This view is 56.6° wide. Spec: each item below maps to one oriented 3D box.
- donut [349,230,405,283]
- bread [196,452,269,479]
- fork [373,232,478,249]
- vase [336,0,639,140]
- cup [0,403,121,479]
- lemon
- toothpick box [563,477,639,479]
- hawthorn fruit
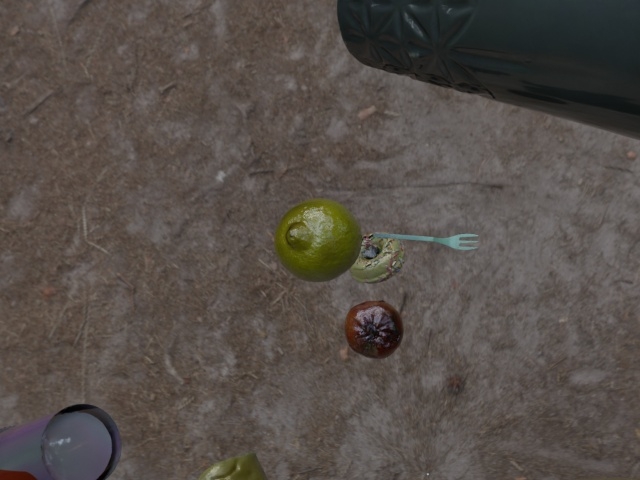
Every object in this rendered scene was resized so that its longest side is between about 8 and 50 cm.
[{"bbox_3d":[0.150,0.042,1.656,0.175,0.068,0.174,-21,40,19],"label":"donut"},{"bbox_3d":[-0.160,0.585,1.007,0.300,0.210,0.341,-48,64,31],"label":"bread"},{"bbox_3d":[0.239,-0.005,1.357,0.235,0.021,0.039,4,73,9],"label":"fork"},{"bbox_3d":[0.150,-0.171,0.410,0.301,0.156,0.251,23,116,43],"label":"vase"},{"bbox_3d":[-0.476,0.387,1.025,0.288,0.203,0.203,-32,61,35],"label":"cup"},{"bbox_3d":[0.000,0.000,1.274,0.184,0.248,0.184,0,90,19],"label":"lemon"},{"bbox_3d":[0.165,0.348,0.322,0.425,0.409,0.409,-51,61,36],"label":"toothpick box"},{"bbox_3d":[0.063,0.105,0.703,0.077,0.077,0.077,-4,68,9],"label":"hawthorn fruit"}]
